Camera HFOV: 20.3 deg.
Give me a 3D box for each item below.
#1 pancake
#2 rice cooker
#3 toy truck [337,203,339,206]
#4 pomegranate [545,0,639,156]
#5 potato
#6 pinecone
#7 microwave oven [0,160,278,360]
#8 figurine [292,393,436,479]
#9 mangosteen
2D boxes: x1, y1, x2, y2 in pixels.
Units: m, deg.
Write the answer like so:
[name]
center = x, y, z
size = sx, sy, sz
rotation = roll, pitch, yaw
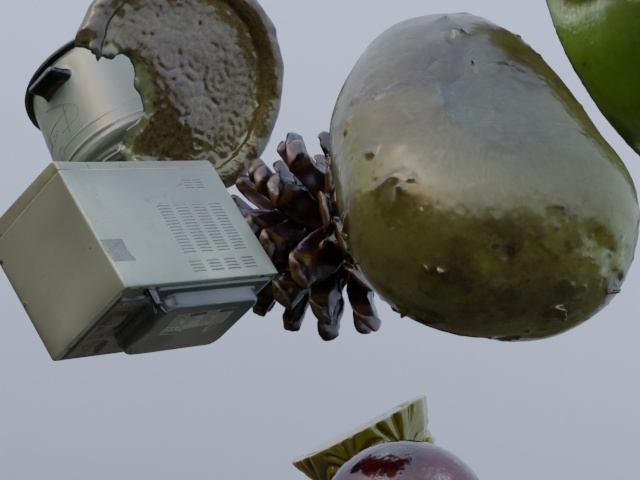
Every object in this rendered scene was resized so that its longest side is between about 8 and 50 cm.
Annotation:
[pancake]
center = -0.167, -0.199, 2.157
size = 0.286, 0.288, 0.033
rotation = 18, -3, -32
[rice cooker]
center = -0.263, -0.165, 2.391
size = 0.280, 0.227, 0.241
rotation = 9, -43, -47
[toy truck]
center = 0.121, -0.051, 1.728
size = 0.210, 0.187, 0.148
rotation = 9, -30, 29
[pomegranate]
center = 0.304, -0.222, 1.456
size = 0.216, 0.310, 0.358
rotation = -30, -46, 28
[potato]
center = 0.108, -0.050, 1.307
size = 0.210, 0.307, 0.173
rotation = -10, -49, -5
[pinecone]
center = -0.002, -0.009, 2.083
size = 0.264, 0.264, 0.264
rotation = 22, -20, 8
[microwave oven]
center = -0.193, 0.024, 1.870
size = 0.145, 0.194, 0.240
rotation = -41, -21, 31
[figurine]
center = 0.121, 0.375, 2.251
size = 0.315, 0.187, 0.168
rotation = 62, -6, 2
[mangosteen]
center = 0.107, 0.354, 2.061
size = 0.215, 0.215, 0.257
rotation = 40, 10, -35
